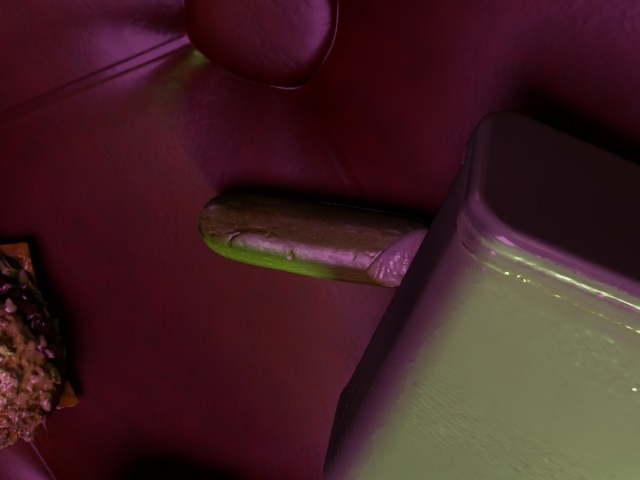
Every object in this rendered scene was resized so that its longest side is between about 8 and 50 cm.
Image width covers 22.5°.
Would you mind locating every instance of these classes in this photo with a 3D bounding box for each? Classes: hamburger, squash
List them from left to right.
[{"bbox_3d":[-0.377,0.114,1.624,0.261,0.139,0.243,-4,119,22],"label":"hamburger"},{"bbox_3d":[0.000,0.000,1.449,0.238,0.069,0.069,9,122,17],"label":"squash"}]

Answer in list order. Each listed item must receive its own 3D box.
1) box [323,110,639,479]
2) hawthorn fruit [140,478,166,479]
[{"bbox_3d":[0.221,0.116,1.342,0.351,0.177,0.344,22,129,-6],"label":"box"},{"bbox_3d":[-0.174,0.383,1.668,0.241,0.242,0.272,24,147,7],"label":"hawthorn fruit"}]
